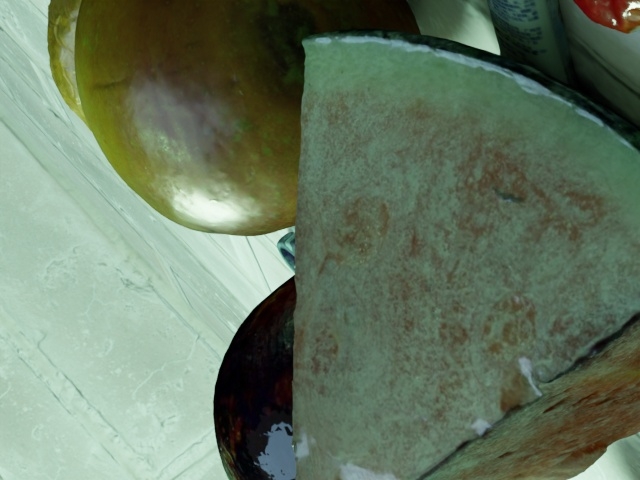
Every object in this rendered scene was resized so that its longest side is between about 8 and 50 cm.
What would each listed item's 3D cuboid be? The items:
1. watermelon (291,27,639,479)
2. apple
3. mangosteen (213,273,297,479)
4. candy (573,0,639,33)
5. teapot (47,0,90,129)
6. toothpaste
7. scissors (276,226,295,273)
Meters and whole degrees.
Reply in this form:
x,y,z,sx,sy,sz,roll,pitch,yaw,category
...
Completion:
x,y,z,sx,sy,sz,roll,pitch,yaw,category
0.084,0.022,0.997,0.283,0.293,0.250,59,-173,-57,watermelon
-0.049,-0.117,1.099,0.237,0.237,0.207,28,148,62,apple
0.051,0.153,1.369,0.311,0.311,0.311,48,168,13,mangosteen
0.109,-0.168,0.747,0.292,0.059,0.086,50,167,-2,candy
-0.100,-0.163,1.318,0.203,0.167,0.311,-2,128,17,teapot
0.110,-0.132,0.915,0.062,0.037,0.216,38,169,27,toothpaste
0.000,0.000,1.776,0.256,0.029,0.383,55,167,-26,scissors
